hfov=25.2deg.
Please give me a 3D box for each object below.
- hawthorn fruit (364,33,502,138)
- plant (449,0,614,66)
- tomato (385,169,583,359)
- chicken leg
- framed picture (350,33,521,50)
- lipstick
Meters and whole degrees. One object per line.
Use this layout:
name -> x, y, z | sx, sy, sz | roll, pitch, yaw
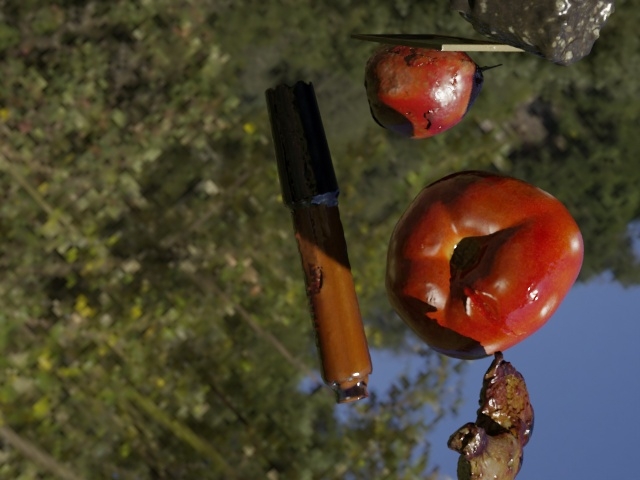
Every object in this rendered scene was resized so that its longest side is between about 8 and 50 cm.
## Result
hawthorn fruit -> 0.188, -0.270, 2.387 | 0.235, 0.181, 0.181 | -15, -155, 27
plant -> 0.206, -0.271, 1.507 | 0.129, 0.194, 0.132 | -55, 153, 5
tomato -> 0.246, 0.035, 2.126 | 0.298, 0.298, 0.226 | -36, 151, 19
chicken leg -> 0.231, 0.253, 1.919 | 0.083, 0.177, 0.322 | 4, -155, 19
framed picture -> 0.149, -0.250, 1.810 | 0.136, 0.010, 0.201 | -5, -167, -31
lipstick -> 0.000, 0.000, 1.838 | 0.077, 0.418, 0.077 | -11, 174, -1
